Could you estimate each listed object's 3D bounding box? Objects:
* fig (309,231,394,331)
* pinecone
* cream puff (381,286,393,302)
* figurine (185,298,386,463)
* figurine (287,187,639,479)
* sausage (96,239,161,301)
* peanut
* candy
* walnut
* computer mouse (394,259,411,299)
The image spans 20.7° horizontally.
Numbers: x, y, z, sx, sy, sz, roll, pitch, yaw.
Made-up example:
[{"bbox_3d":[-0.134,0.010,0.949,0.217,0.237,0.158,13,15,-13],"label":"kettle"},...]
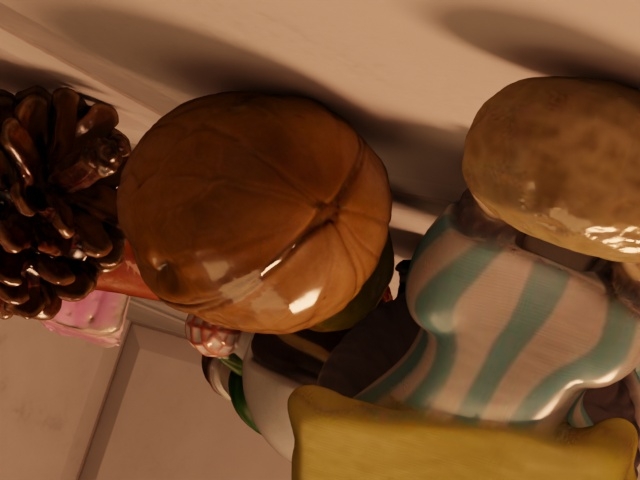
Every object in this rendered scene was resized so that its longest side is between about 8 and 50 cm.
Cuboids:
[{"bbox_3d":[-0.005,0.010,1.393,0.136,0.120,0.153,18,174,-38],"label":"fig"},{"bbox_3d":[-0.229,-0.038,1.394,0.185,0.212,0.168,56,-153,-4],"label":"pinecone"},{"bbox_3d":[0.009,0.050,1.792,0.149,0.084,0.149,22,174,3],"label":"cream puff"},{"bbox_3d":[-0.005,0.127,1.613,0.281,0.167,0.370,15,175,-23],"label":"figurine"},{"bbox_3d":[0.138,0.072,1.304,0.266,0.361,0.377,21,-154,2],"label":"figurine"},{"bbox_3d":[-0.168,-0.009,1.628,0.258,0.133,0.133,11,171,18],"label":"sausage"},{"bbox_3d":[0.183,-0.022,0.871,0.228,0.085,0.104,17,-178,0],"label":"peanut"},{"bbox_3d":[-0.273,0.044,2.131,0.116,0.155,0.265,22,172,-6],"label":"candy"},{"bbox_3d":[-0.047,-0.019,1.152,0.167,0.167,0.207,23,169,-31],"label":"walnut"},{"bbox_3d":[0.119,0.048,1.607,0.106,0.062,0.192,18,167,7],"label":"computer mouse"}]
